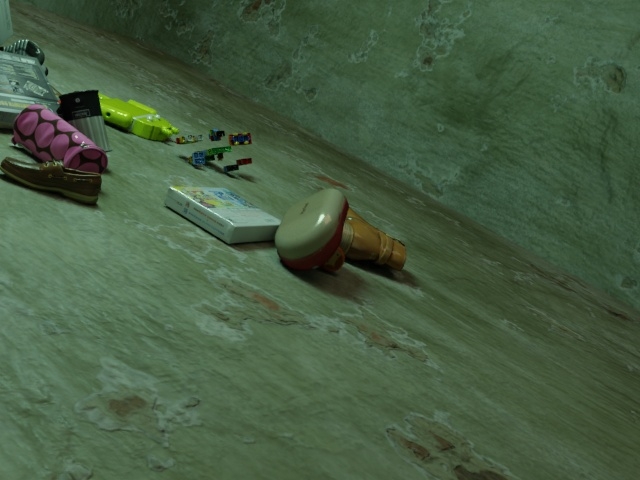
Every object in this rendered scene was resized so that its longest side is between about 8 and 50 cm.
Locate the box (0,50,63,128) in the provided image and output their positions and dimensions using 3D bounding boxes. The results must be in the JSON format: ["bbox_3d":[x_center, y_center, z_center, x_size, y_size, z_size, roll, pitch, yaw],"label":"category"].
[{"bbox_3d":[-0.690,-0.329,1.628,0.231,0.056,0.183,-5,62,-58],"label":"box"}]

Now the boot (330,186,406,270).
[{"bbox_3d":[0.101,-0.028,1.837,0.220,0.109,0.283,20,17,-8],"label":"boot"}]

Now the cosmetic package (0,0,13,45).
[{"bbox_3d":[-0.932,-0.579,1.971,0.151,0.151,0.183,24,52,3],"label":"cosmetic package"}]

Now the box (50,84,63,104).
[{"bbox_3d":[-0.748,-0.370,1.844,0.201,0.057,0.293,7,22,-46],"label":"box"}]

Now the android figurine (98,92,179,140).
[{"bbox_3d":[-0.534,-0.349,2.116,0.273,0.056,0.248,23,14,3],"label":"android figurine"}]

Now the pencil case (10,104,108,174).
[{"bbox_3d":[-0.521,-0.186,1.490,0.209,0.098,0.095,31,-28,29],"label":"pencil case"}]

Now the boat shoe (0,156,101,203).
[{"bbox_3d":[-0.486,-0.122,1.365,0.178,0.060,0.064,18,16,-21],"label":"boat shoe"}]

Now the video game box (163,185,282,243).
[{"bbox_3d":[-0.201,-0.057,1.604,0.187,0.048,0.205,33,16,23],"label":"video game box"}]

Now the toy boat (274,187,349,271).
[{"bbox_3d":[0.000,0.000,1.573,0.151,0.151,0.231,59,20,-17],"label":"toy boat"}]

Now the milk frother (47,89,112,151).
[{"bbox_3d":[-0.518,-0.250,1.632,0.129,0.134,0.143,-9,8,9],"label":"milk frother"}]

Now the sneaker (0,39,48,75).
[{"bbox_3d":[-0.795,-0.491,2.077,0.229,0.086,0.132,10,-5,38],"label":"sneaker"}]

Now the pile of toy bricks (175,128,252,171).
[{"bbox_3d":[-0.295,-0.241,2.052,0.212,0.118,0.105,-10,4,-37],"label":"pile of toy bricks"}]
